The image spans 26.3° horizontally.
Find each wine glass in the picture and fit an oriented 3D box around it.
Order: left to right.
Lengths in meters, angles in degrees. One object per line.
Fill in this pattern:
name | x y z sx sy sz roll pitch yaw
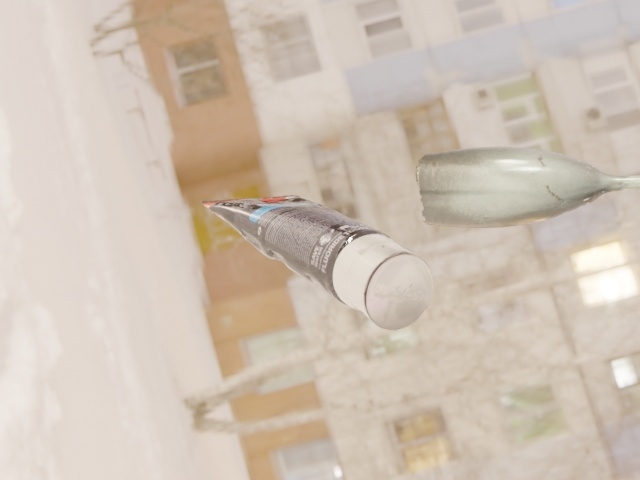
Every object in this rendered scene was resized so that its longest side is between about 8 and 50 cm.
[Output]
wine glass | 0.168 -0.036 0.944 0.066 0.198 0.066 -2 90 -76

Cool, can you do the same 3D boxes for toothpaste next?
toothpaste | 0.000 0.000 0.816 0.193 0.071 0.045 29 -60 56
